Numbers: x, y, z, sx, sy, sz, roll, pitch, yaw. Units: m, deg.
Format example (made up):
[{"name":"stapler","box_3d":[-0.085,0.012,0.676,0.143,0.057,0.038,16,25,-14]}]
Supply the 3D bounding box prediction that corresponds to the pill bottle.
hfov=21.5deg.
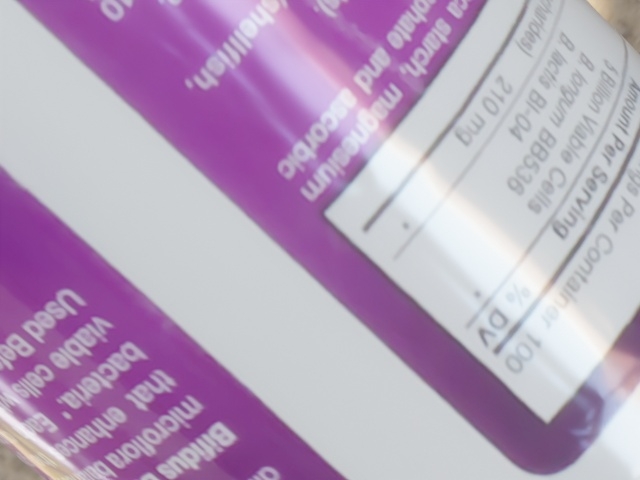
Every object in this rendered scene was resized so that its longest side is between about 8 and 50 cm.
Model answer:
[{"name":"pill bottle","box_3d":[0.000,0.000,0.402,0.301,0.169,0.169,43,136,-12]}]
